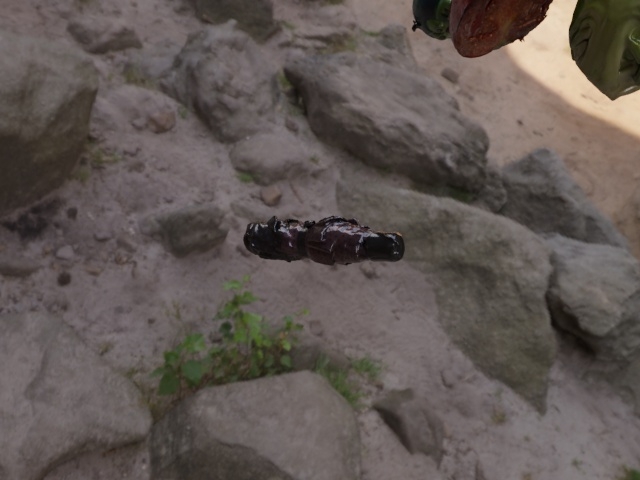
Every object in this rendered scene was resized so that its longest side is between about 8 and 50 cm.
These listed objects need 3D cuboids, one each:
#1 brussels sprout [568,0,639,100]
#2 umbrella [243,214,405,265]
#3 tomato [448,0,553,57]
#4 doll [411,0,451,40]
[{"bbox_3d":[0.668,-0.448,1.352,0.328,0.328,0.247,16,41,-18],"label":"brussels sprout"},{"bbox_3d":[0.000,0.000,1.204,0.326,0.094,0.090,1,15,31],"label":"umbrella"},{"bbox_3d":[0.431,-0.625,1.673,0.309,0.309,0.170,-5,50,-36],"label":"tomato"},{"bbox_3d":[0.408,-0.728,1.992,0.186,0.322,0.198,58,3,30],"label":"doll"}]
